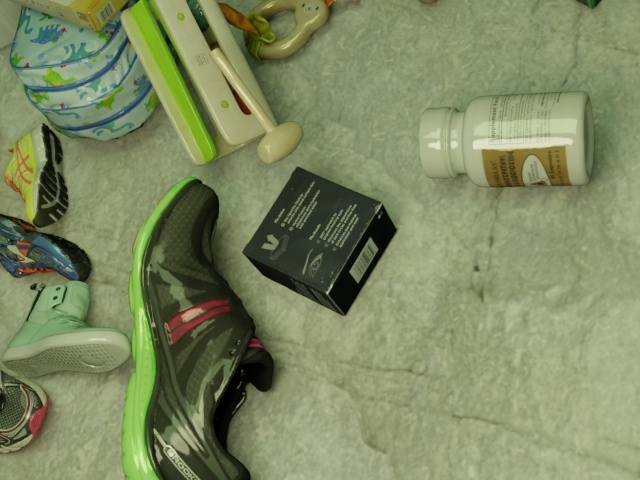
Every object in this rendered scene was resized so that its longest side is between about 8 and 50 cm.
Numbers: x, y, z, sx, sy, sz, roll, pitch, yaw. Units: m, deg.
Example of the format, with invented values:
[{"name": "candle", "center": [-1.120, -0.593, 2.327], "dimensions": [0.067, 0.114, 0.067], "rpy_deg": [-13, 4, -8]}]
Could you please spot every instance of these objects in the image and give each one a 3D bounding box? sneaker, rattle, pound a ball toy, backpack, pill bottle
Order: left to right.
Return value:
[{"name": "sneaker", "center": [-0.544, 0.233, 1.731], "dimensions": [0.299, 0.112, 0.120], "rpy_deg": [15, 70, 25]}, {"name": "sneaker", "center": [-0.480, -0.096, 1.898], "dimensions": [0.094, 0.081, 0.208], "rpy_deg": [-21, 49, 11]}, {"name": "sneaker", "center": [-0.459, 0.026, 1.834], "dimensions": [0.221, 0.083, 0.087], "rpy_deg": [22, 93, 28]}, {"name": "sneaker", "center": [-0.365, 0.117, 1.702], "dimensions": [0.256, 0.094, 0.151], "rpy_deg": [-9, 52, 38]}, {"name": "backpack", "center": [-0.373, -0.340, 1.899], "dimensions": [0.290, 0.273, 0.355], "rpy_deg": [2, 77, 14]}, {"name": "sneaker", "center": [-0.165, 0.142, 1.621], "dimensions": [0.202, 0.185, 0.482], "rpy_deg": [-3, 70, 5]}, {"name": "pound a ball toy", "center": [-0.144, -0.257, 1.731], "dimensions": [0.136, 0.208, 0.319], "rpy_deg": [-30, 95, -36]}, {"name": "rattle", "center": [-0.053, -0.391, 1.854], "dimensions": [0.200, 0.142, 0.130], "rpy_deg": [-23, 40, 15]}, {"name": "pill bottle", "center": [0.262, -0.140, 1.609], "dimensions": [0.229, 0.131, 0.131], "rpy_deg": [0, 65, 21]}]

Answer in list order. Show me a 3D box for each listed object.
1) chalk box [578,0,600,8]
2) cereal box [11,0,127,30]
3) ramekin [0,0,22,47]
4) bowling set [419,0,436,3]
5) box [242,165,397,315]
[{"name": "chalk box", "center": [0.391, -0.491, 1.712], "dimensions": [0.289, 0.180, 0.179], "rpy_deg": [36, 81, 30]}, {"name": "cereal box", "center": [-0.390, -0.429, 1.802], "dimensions": [0.240, 0.047, 0.173], "rpy_deg": [22, 64, 28]}, {"name": "ramekin", "center": [-0.632, -0.481, 2.112], "dimensions": [0.277, 0.135, 0.277], "rpy_deg": [-8, 62, 16]}, {"name": "bowling set", "center": [0.136, -0.540, 1.845], "dimensions": [0.200, 0.154, 0.287], "rpy_deg": [-46, 59, -6]}, {"name": "box", "center": [0.000, 0.000, 1.657], "dimensions": [0.158, 0.093, 0.156], "rpy_deg": [25, 76, 28]}]
